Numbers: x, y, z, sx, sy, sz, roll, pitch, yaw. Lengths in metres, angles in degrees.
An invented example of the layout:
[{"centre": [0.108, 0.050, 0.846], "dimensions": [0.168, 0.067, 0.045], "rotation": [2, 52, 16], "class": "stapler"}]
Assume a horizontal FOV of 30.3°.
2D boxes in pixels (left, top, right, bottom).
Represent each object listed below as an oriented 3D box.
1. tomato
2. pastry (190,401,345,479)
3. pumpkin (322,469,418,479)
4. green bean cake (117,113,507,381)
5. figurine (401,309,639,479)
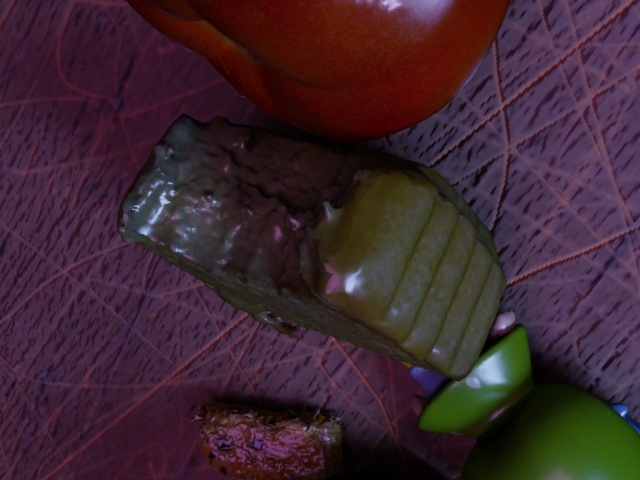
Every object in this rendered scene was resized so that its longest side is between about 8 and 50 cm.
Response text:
[{"centre": [-0.008, -0.215, 0.783], "dimensions": [0.298, 0.298, 0.226], "rotation": [36, 84, 5], "class": "tomato"}, {"centre": [-0.048, 0.188, 1.087], "dimensions": [0.140, 0.056, 0.080], "rotation": [-1, 103, 22], "class": "pastry"}, {"centre": [0.037, 0.353, 0.990], "dimensions": [0.295, 0.296, 0.296], "rotation": [8, 114, 19], "class": "pumpkin"}, {"centre": [0.000, 0.000, 0.877], "dimensions": [0.236, 0.233, 0.124], "rotation": [16, 77, 36], "class": "green bean cake"}, {"centre": [0.164, 0.160, 0.949], "dimensions": [0.263, 0.143, 0.162], "rotation": [47, 115, 11], "class": "figurine"}]
